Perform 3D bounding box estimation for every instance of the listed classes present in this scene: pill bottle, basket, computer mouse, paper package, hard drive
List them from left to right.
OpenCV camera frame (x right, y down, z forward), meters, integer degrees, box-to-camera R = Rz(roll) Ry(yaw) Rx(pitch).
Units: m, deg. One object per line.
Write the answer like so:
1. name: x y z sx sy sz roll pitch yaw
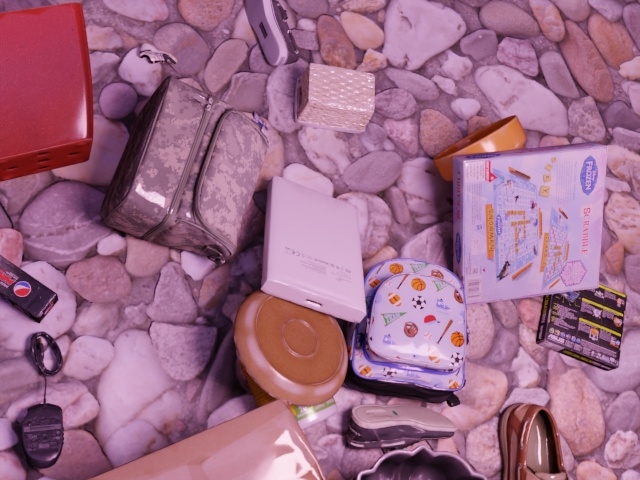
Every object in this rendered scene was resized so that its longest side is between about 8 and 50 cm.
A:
1. computer mouse: -0.490 0.279 1.273 0.071 0.041 0.242 4 63 -25
2. paper package: -0.194 0.412 1.160 0.324 0.309 0.168 -19 73 -23
3. pill bottle: -0.076 0.235 1.355 0.136 0.136 0.246 -20 78 -22
4. hard drive: -0.013 0.010 1.419 0.202 0.040 0.308 20 37 -18
5. basket: 0.035 -0.318 1.606 0.167 0.103 0.113 7 70 -15

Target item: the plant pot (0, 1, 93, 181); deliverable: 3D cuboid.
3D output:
1. plant pot: -0.546 -0.255 1.333 0.267 0.267 0.236 -17 88 -22

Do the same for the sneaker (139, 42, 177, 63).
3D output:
1. sneaker: -0.351 -0.394 1.559 0.083 0.032 0.037 22 80 -3

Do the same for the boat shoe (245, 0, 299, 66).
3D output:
1. boat shoe: -0.105 -0.502 1.649 0.076 0.080 0.229 -9 70 -38

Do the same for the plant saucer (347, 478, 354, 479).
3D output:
1. plant saucer: 0.079 0.603 1.301 0.331 0.084 0.332 6 69 -16

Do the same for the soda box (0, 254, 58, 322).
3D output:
1. soda box: -0.563 0.077 1.309 0.168 0.053 0.060 35 66 -2

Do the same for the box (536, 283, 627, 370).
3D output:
1. box: 0.593 0.177 1.633 0.190 0.045 0.184 21 64 -8

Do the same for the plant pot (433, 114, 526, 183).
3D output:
1. plant pot: 0.386 -0.148 1.613 0.205 0.205 0.188 -33 98 -24

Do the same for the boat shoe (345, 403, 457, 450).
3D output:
1. boat shoe: 0.160 0.373 1.424 0.232 0.084 0.079 6 107 -22

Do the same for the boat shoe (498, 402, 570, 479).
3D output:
1. boat shoe: 0.430 0.483 1.430 0.122 0.120 0.324 0 71 -17

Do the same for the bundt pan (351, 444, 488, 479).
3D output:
1. bundt pan: 0.159 0.527 1.239 0.330 0.124 0.331 6 69 -15

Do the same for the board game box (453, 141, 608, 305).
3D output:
1. board game box: 0.440 -0.035 1.532 0.317 0.066 0.319 -6 109 -9

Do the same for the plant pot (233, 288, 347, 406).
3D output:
1. plant pot: -0.043 0.179 1.291 0.236 0.032 0.236 21 47 -24

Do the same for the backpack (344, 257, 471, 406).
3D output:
1. backpack: 0.171 0.166 1.428 0.276 0.213 0.264 12 57 -9

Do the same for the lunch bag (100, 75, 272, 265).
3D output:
1. lunch bag: -0.247 -0.131 1.406 0.256 0.212 0.305 25 65 -25
